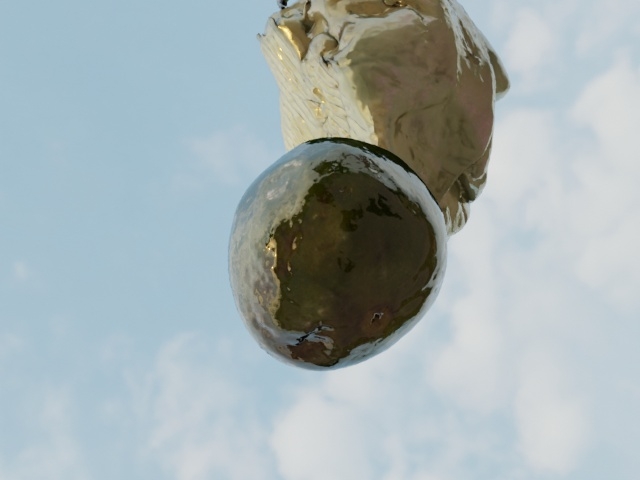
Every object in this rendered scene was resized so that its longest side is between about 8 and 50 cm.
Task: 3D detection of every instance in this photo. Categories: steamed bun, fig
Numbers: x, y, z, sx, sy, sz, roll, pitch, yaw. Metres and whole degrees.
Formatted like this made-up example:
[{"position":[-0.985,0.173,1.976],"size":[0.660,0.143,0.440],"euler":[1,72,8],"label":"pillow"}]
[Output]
[{"position":[0.083,-0.135,1.398],"size":[0.207,0.268,0.280],"euler":[-22,-74,-18],"label":"steamed bun"},{"position":[0.000,0.000,1.195],"size":[0.195,0.245,0.195],"euler":[-9,-65,-19],"label":"fig"}]
